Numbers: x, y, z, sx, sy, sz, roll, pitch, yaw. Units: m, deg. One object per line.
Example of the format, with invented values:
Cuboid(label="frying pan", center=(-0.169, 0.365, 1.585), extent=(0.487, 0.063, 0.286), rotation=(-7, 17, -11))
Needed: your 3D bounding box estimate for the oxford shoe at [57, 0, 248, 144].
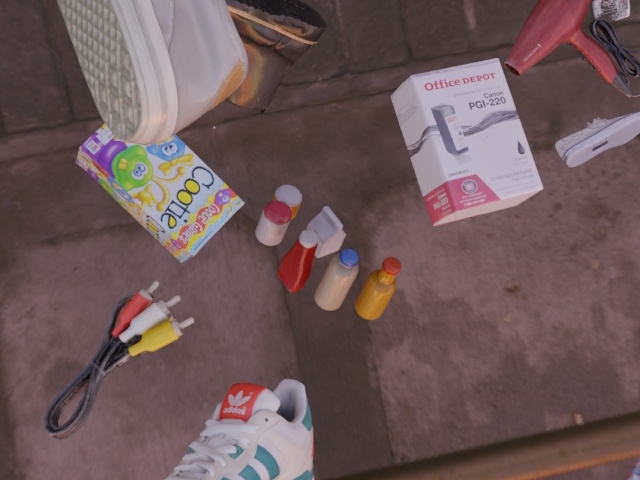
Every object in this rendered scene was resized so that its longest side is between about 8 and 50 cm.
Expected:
Cuboid(label="oxford shoe", center=(-0.180, -0.303, 0.803), extent=(0.130, 0.169, 0.449), rotation=(-17, 84, -31))

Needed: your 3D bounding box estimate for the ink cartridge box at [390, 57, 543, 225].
Cuboid(label="ink cartridge box", center=(0.219, -0.150, 1.360), extent=(0.159, 0.092, 0.217), rotation=(-14, 80, -19))

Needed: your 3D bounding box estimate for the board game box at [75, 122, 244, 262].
Cuboid(label="board game box", center=(-0.297, -0.108, 1.663), extent=(0.275, 0.142, 0.144), rotation=(45, 73, -9))

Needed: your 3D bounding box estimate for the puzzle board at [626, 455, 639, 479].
Cuboid(label="puzzle board", center=(0.221, 0.228, 0.648), extent=(0.011, 0.128, 0.096), rotation=(18, 119, 1))

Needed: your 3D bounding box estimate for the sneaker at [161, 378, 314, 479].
Cuboid(label="sneaker", center=(-0.054, 0.113, 0.463), extent=(0.057, 0.161, 0.075), rotation=(7, 97, 31))

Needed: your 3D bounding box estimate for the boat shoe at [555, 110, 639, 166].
Cuboid(label="boat shoe", center=(0.291, -0.113, 0.936), extent=(0.100, 0.035, 0.035), rotation=(-28, 57, -1))

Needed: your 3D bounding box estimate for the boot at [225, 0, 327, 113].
Cuboid(label="boot", center=(-0.107, -0.213, 0.978), extent=(0.198, 0.076, 0.137), rotation=(17, 126, -30))

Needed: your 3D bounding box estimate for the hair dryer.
Cuboid(label="hair dryer", center=(0.454, -0.343, 1.543), extent=(0.294, 0.080, 0.223), rotation=(-12, 95, -6))

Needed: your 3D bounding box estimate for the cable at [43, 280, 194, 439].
Cuboid(label="cable", center=(-0.341, 0.178, 1.429), extent=(0.287, 0.072, 0.139), rotation=(-40, 59, -15))

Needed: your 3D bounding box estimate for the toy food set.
Cuboid(label="toy food set", center=(0.000, 0.000, 1.202), extent=(0.111, 0.104, 0.232), rotation=(-19, 60, -33))
